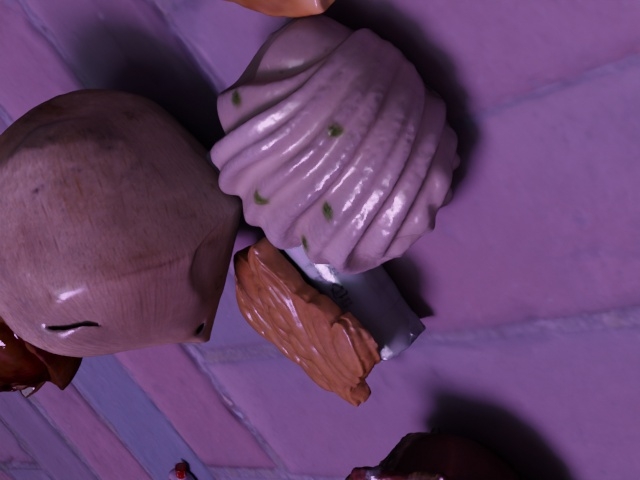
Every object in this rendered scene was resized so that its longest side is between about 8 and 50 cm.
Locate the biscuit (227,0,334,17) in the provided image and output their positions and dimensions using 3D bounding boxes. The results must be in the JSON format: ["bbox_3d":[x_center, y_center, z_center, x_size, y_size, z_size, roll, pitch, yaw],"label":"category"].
[{"bbox_3d":[-0.105,-0.274,0.764,0.205,0.040,0.309,10,135,44],"label":"biscuit"}]

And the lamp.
[{"bbox_3d":[0.110,0.252,1.041,0.223,0.151,0.215,41,154,3],"label":"lamp"}]

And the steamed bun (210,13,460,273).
[{"bbox_3d":[0.003,-0.053,0.837,0.183,0.106,0.182,30,146,24],"label":"steamed bun"}]

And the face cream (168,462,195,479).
[{"bbox_3d":[-0.164,0.292,1.544,0.040,0.021,0.083,29,146,23],"label":"face cream"}]

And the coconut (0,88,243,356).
[{"bbox_3d":[-0.162,-0.003,1.001,0.224,0.224,0.224,30,147,23],"label":"coconut"}]

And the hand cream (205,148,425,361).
[{"bbox_3d":[0.000,0.000,0.964,0.078,0.050,0.205,-29,103,35],"label":"hand cream"}]

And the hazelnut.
[{"bbox_3d":[-0.341,0.086,1.358,0.202,0.160,0.170,25,179,43],"label":"hazelnut"}]

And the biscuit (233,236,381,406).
[{"bbox_3d":[-0.021,0.065,1.027,0.162,0.035,0.250,59,165,-14],"label":"biscuit"}]
